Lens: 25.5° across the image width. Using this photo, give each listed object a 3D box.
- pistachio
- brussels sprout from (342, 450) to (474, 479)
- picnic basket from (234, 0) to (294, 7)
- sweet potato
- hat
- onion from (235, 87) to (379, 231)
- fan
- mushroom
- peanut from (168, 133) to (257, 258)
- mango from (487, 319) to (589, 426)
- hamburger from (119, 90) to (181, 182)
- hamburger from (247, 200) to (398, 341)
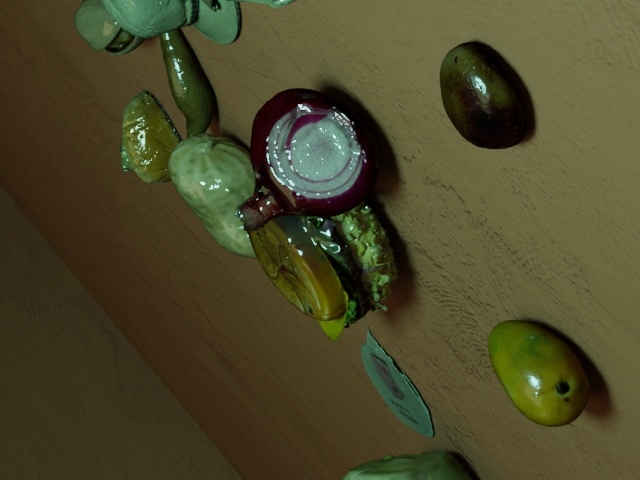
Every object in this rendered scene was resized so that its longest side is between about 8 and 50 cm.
[{"bbox_3d":[-0.319,-0.343,2.197,0.149,0.113,0.113,2,125,49],"label":"pistachio"},{"bbox_3d":[0.150,0.479,2.117,0.247,0.328,0.328,-11,116,34],"label":"brussels sprout"},{"bbox_3d":[-0.057,-0.360,1.470,0.154,0.134,0.196,19,139,58],"label":"picnic basket"},{"bbox_3d":[-0.204,-0.249,2.129,0.069,0.059,0.250,-131,20,-58],"label":"sweet potato"},{"bbox_3d":[-0.232,-0.351,1.915,0.257,0.130,0.257,46,159,24],"label":"hat"},{"bbox_3d":[-0.024,-0.089,1.760,0.173,0.198,0.135,48,-170,11],"label":"onion"},{"bbox_3d":[0.089,0.177,2.180,0.182,0.010,0.310,23,143,58],"label":"fan"},{"bbox_3d":[0.159,-0.141,1.427,0.123,0.052,0.123,52,162,24],"label":"mushroom"},{"bbox_3d":[-0.135,-0.068,2.154,0.224,0.129,0.129,50,162,-10],"label":"peanut"},{"bbox_3d":[0.245,0.147,1.633,0.163,0.089,0.111,51,163,39],"label":"mango"},{"bbox_3d":[-0.293,-0.159,2.424,0.087,0.102,0.176,6,128,51],"label":"hamburger"},{"bbox_3d":[0.000,0.000,1.905,0.262,0.138,0.243,50,161,14],"label":"hamburger"}]
